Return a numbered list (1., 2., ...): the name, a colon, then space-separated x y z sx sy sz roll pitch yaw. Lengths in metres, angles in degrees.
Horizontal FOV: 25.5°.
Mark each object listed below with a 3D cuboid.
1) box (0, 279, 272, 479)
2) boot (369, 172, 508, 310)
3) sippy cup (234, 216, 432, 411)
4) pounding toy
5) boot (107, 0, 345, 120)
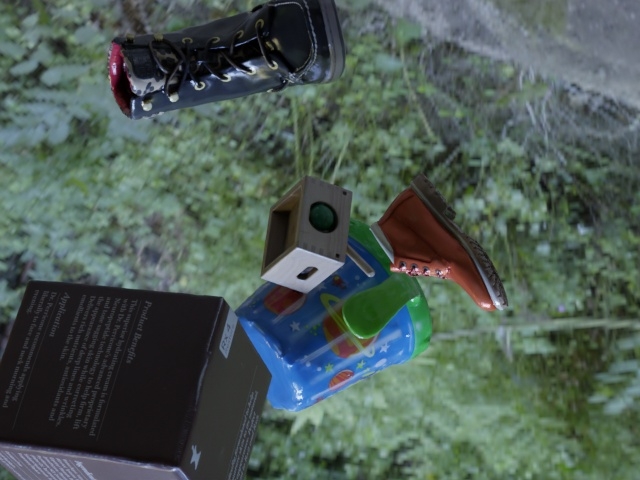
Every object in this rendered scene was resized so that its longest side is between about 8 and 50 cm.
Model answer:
1. box: -0.178 0.153 1.309 0.203 0.168 0.167 5 151 18
2. boot: 0.114 0.020 1.358 0.084 0.059 0.158 -40 65 6
3. sippy cup: -0.001 0.119 1.991 0.240 0.224 0.305 43 151 28
4. pounding toy: 0.000 0.000 1.849 0.100 0.130 0.141 19 149 -22
5. boot: -0.138 -0.261 1.995 0.284 0.377 0.138 -14 97 -17
